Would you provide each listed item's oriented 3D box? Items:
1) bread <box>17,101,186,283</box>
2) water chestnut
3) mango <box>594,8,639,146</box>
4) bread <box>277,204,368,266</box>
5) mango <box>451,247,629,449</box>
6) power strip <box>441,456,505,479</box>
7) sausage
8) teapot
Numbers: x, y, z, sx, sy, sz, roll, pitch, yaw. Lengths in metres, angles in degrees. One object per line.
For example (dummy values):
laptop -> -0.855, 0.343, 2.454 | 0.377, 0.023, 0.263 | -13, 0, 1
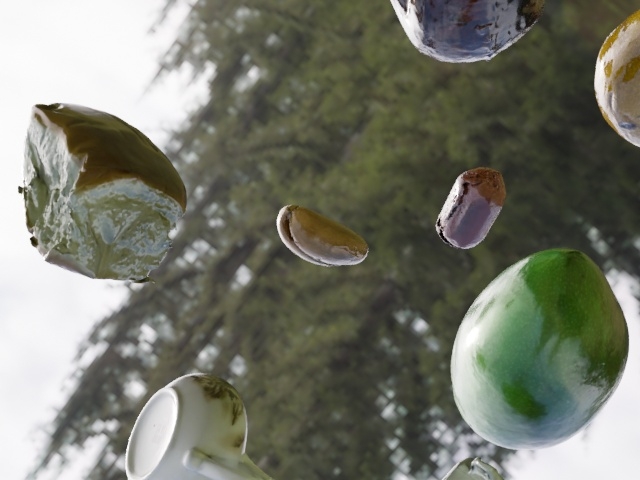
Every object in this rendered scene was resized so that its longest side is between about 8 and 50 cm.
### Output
bread -> -0.370, -0.090, 2.451 | 0.250, 0.225, 0.279 | 15, -154, -51
water chestnut -> 0.175, -0.432, 2.164 | 0.302, 0.350, 0.350 | -7, -154, -1
mango -> 0.443, -0.226, 1.967 | 0.120, 0.177, 0.295 | 64, -178, 35
bread -> 0.000, 0.000, 2.442 | 0.114, 0.077, 0.189 | 19, 178, 44
mango -> 0.261, 0.121, 1.765 | 0.201, 0.225, 0.382 | 53, 165, 23
power strip -> 0.237, 0.372, 1.755 | 0.098, 0.058, 0.338 | 30, 159, 49
sausage -> 0.210, -0.044, 2.076 | 0.076, 0.141, 0.076 | 10, -135, -10
teapot -> -0.161, 0.280, 1.956 | 0.139, 0.204, 0.298 | 29, 179, -27
